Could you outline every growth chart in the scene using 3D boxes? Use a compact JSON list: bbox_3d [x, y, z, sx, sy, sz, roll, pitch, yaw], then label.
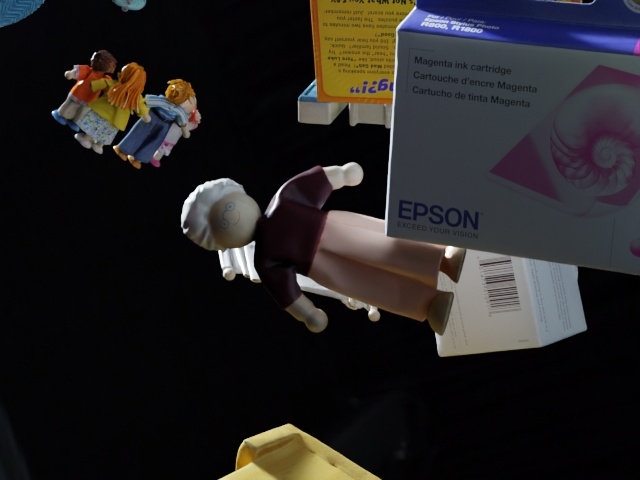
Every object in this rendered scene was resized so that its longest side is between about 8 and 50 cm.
[{"bbox_3d":[-0.033,0.038,1.971,0.172,0.237,0.021,-90,16,-67],"label":"growth chart"}]

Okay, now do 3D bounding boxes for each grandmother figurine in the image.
[{"bbox_3d":[0.000,0.000,1.712,0.104,0.342,0.208,86,-160,-68],"label":"grandmother figurine"}]

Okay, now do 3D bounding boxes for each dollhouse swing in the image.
[{"bbox_3d":[-0.009,0.454,1.858,0.305,0.347,0.315,-34,-38,-42],"label":"dollhouse swing"}]

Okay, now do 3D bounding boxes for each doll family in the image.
[{"bbox_3d":[-0.287,-0.203,2.295,0.263,0.163,0.118,23,-158,-39],"label":"doll family"}]

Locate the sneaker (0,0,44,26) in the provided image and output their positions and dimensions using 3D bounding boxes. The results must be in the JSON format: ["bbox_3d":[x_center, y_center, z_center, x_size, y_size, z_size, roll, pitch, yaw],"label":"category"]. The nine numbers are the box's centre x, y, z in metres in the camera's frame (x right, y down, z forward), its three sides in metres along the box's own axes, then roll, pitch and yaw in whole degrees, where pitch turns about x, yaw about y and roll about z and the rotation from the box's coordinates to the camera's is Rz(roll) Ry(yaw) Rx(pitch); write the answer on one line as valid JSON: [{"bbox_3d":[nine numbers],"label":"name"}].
[{"bbox_3d":[-0.375,-0.362,1.793,0.229,0.092,0.087,-56,-23,-22],"label":"sneaker"}]

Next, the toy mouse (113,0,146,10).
[{"bbox_3d":[-0.298,-0.434,2.429,0.031,0.161,0.143,48,177,19],"label":"toy mouse"}]

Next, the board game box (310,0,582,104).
[{"bbox_3d":[0.181,-0.429,1.957,0.356,0.356,0.356,-80,-10,-45],"label":"board game box"}]

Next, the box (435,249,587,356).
[{"bbox_3d":[0.245,0.055,1.957,0.119,0.182,0.181,-13,-88,-46],"label":"box"}]

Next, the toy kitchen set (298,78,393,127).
[{"bbox_3d":[0.079,-0.270,2.212,0.122,0.207,0.166,-55,-32,-64],"label":"toy kitchen set"}]

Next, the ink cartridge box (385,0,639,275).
[{"bbox_3d":[0.237,-0.142,1.544,0.071,0.324,0.330,-35,-50,-62],"label":"ink cartridge box"}]
